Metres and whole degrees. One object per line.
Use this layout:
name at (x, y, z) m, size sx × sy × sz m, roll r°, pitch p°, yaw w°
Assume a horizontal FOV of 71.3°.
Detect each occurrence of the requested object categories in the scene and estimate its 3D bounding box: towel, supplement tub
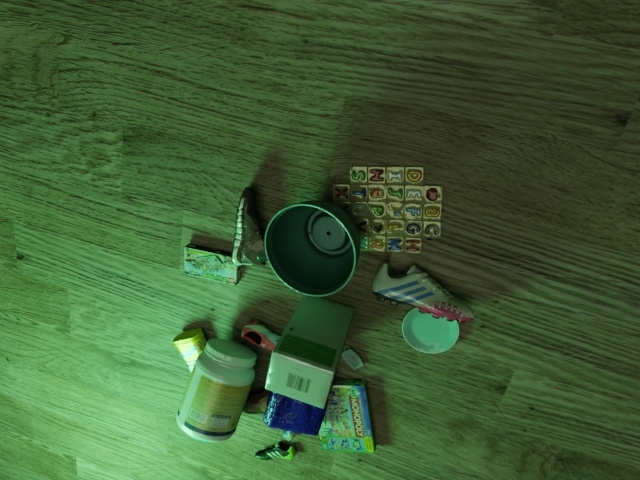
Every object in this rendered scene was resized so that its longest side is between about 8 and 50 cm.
towel at (-0.081, 0.576, 1.644) m, size 0.228 × 0.076 × 0.307 m, roll 13°, pitch 109°, yaw 0°
supplement tub at (-0.378, 0.548, 1.659) m, size 0.229 × 0.228 × 0.315 m, roll 20°, pitch 91°, yaw 7°

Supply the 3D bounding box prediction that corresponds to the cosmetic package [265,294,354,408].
cosmetic package at (-0.023, 0.340, 1.448) m, size 0.197 × 0.365 × 0.155 m, roll 16°, pitch 115°, yaw 6°

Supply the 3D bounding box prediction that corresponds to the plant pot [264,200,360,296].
plant pot at (0.000, 0.000, 1.396) m, size 0.293 × 0.196 × 0.292 m, roll 8°, pitch 114°, yaw 20°

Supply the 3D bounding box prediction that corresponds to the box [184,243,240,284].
box at (-0.395, 0.087, 1.632) m, size 0.207 × 0.036 × 0.113 m, roll 11°, pitch 113°, yaw 11°

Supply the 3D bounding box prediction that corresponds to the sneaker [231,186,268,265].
sneaker at (-0.204, -0.038, 1.512) m, size 0.163 × 0.106 × 0.281 m, roll 10°, pitch 115°, yaw -4°

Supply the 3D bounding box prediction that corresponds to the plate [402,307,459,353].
plate at (0.372, 0.297, 1.513) m, size 0.188 × 0.024 × 0.188 m, roll 5°, pitch 112°, yaw 12°

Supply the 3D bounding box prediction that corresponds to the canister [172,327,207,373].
canister at (-0.494, 0.446, 1.778) m, size 0.126 × 0.073 × 0.169 m, roll -16°, pitch 107°, yaw 20°

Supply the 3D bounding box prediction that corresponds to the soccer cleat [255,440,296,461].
soccer cleat at (-0.191, 0.882, 1.877) m, size 0.179 × 0.060 × 0.072 m, roll -8°, pitch 99°, yaw 11°

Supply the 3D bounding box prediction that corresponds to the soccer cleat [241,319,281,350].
soccer cleat at (-0.176, 0.381, 1.654) m, size 0.248 × 0.095 × 0.083 m, roll 28°, pitch 115°, yaw 4°

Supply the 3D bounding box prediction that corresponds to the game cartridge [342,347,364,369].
game cartridge at (0.119, 0.433, 1.638) m, size 0.056 × 0.017 × 0.083 m, roll -35°, pitch 98°, yaw 27°

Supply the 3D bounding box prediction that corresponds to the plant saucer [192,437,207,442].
plant saucer at (-0.476, 0.807, 1.892) m, size 0.195 × 0.037 × 0.194 m, roll -3°, pitch 121°, yaw -6°

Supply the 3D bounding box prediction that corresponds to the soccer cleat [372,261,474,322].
soccer cleat at (0.332, 0.159, 1.417) m, size 0.332 × 0.116 × 0.143 m, roll 15°, pitch 92°, yaw 9°

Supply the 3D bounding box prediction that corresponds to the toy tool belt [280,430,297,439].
toy tool belt at (-0.121, 0.775, 1.815) m, size 0.051 × 0.052 × 0.083 m, roll 41°, pitch 115°, yaw -12°

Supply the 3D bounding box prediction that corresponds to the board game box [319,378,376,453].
board game box at (0.089, 0.677, 1.724) m, size 0.214 × 0.046 × 0.316 m, roll -4°, pitch 109°, yaw 17°

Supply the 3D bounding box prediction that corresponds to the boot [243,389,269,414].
boot at (-0.196, 0.568, 1.735) m, size 0.264 × 0.096 × 0.280 m, roll 27°, pitch 111°, yaw 13°

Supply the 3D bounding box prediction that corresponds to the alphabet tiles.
alphabet tiles at (0.208, -0.094, 1.413) m, size 0.343 × 0.011 × 0.284 m, roll 3°, pitch 111°, yaw 14°
